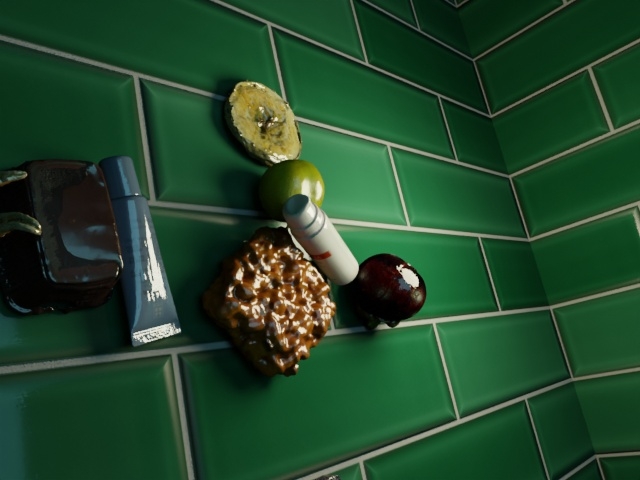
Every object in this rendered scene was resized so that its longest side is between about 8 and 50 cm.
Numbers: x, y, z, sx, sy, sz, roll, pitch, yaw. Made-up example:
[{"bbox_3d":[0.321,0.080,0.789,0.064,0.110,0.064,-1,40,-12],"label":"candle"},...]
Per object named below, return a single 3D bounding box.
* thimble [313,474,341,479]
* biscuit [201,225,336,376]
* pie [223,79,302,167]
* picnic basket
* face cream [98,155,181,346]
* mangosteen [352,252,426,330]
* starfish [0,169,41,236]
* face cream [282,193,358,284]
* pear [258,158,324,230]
[{"bbox_3d":[0.017,0.603,1.302,0.095,0.066,0.104,5,68,-48],"label":"thimble"},{"bbox_3d":[-0.112,0.148,1.355,0.312,0.110,0.318,53,41,-16],"label":"biscuit"},{"bbox_3d":[-0.156,-0.324,1.580,0.274,0.055,0.274,24,55,-39],"label":"pie"},{"bbox_3d":[-0.478,-0.022,1.031,0.222,0.129,0.296,-5,74,-46],"label":"picnic basket"},{"bbox_3d":[-0.379,0.017,1.155,0.135,0.086,0.385,-7,80,-61],"label":"face cream"},{"bbox_3d":[0.187,0.144,1.622,0.216,0.216,0.216,23,56,-39],"label":"mangosteen"},{"bbox_3d":[-0.630,0.000,0.865,0.327,0.094,0.375,33,61,-8],"label":"starfish"},{"bbox_3d":[0.000,0.000,1.457,0.345,0.102,0.102,52,36,-50],"label":"face cream"},{"bbox_3d":[-0.075,-0.106,1.484,0.180,0.166,0.216,16,71,-54],"label":"pear"}]
